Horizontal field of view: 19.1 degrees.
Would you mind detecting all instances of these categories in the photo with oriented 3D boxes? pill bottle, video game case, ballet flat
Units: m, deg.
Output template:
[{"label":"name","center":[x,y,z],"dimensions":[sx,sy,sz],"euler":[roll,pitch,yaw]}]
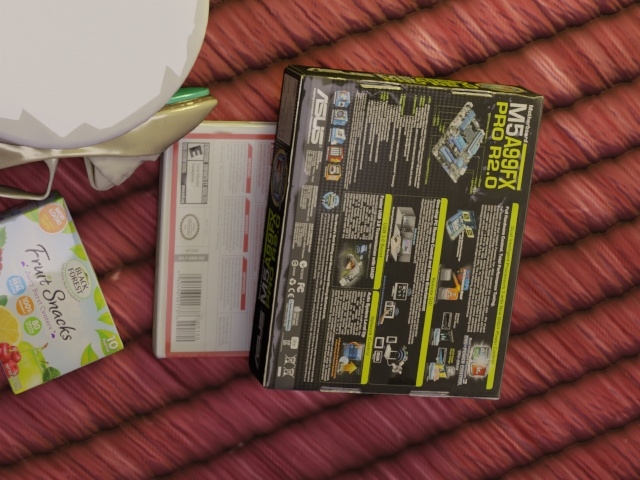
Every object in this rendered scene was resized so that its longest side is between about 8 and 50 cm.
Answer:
[{"label":"pill bottle","center":[-0.209,-0.188,1.343],"dimensions":[0.224,0.392,0.224],"euler":[-3,103,-15]},{"label":"video game case","center":[0.000,0.000,1.641],"dimensions":[0.285,0.025,0.204],"euler":[0,102,-15]},{"label":"ballet flat","center":[-0.205,-0.075,1.538],"dimensions":[0.248,0.086,0.086],"euler":[-5,104,-5]}]

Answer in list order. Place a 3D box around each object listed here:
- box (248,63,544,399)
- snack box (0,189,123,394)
[{"label":"box","center":[0.062,-0.004,1.613],"dimensions":[0.216,0.060,0.270],"euler":[3,102,-17]},{"label":"snack box","center":[-0.235,0.043,1.578],"dimensions":[0.100,0.037,0.141],"euler":[-24,108,-11]}]
